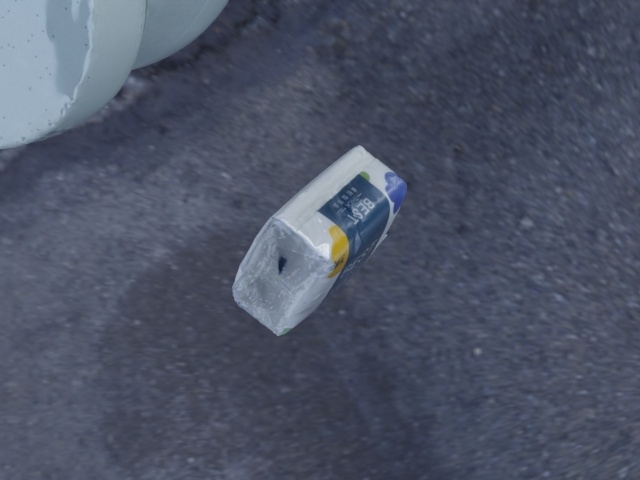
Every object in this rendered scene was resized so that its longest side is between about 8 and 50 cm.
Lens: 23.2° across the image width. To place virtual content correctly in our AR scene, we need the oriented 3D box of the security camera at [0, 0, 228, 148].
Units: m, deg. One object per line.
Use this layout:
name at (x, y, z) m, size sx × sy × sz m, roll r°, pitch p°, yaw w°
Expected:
security camera at (-0.143, -0.176, 0.910) m, size 0.194 × 0.236 × 0.194 m, roll 14°, pitch 120°, yaw 25°

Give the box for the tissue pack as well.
tissue pack at (0.000, 0.000, 0.747) m, size 0.042 × 0.083 × 0.062 m, roll 40°, pitch 130°, yaw 8°
